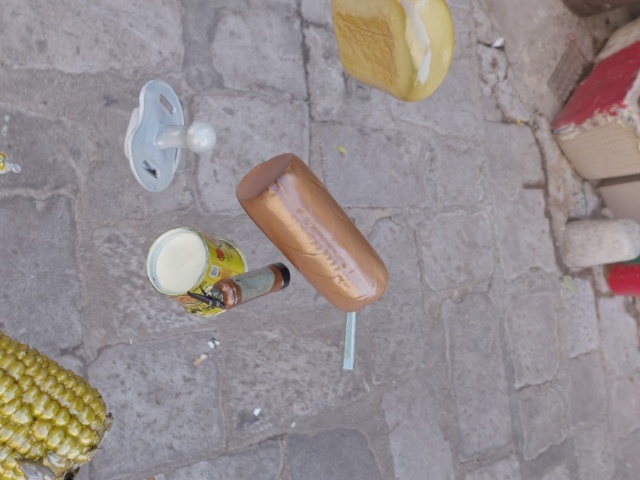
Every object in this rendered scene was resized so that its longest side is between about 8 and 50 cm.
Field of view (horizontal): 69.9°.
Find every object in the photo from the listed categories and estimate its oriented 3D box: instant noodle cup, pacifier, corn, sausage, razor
[{"bbox_3d":[-0.262,0.058,0.947,0.144,0.182,0.182,49,53,-68],"label":"instant noodle cup"},{"bbox_3d":[-0.368,-0.256,1.166,0.238,0.226,0.287,57,41,-65],"label":"pacifier"},{"bbox_3d":[-0.306,0.100,0.359,0.293,0.106,0.106,41,66,-17],"label":"corn"},{"bbox_3d":[0.001,0.001,0.741,0.304,0.121,0.121,49,63,-28],"label":"sausage"},{"bbox_3d":[0.086,0.200,1.216,0.056,0.111,0.278,8,75,14],"label":"razor"}]

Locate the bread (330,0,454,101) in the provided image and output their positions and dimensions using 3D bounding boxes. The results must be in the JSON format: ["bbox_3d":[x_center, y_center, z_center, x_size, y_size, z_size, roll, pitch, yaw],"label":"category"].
[{"bbox_3d":[0.092,-0.267,0.587,0.098,0.217,0.147,-26,131,-10],"label":"bread"}]

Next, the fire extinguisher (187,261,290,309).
[{"bbox_3d":[-0.122,0.073,0.719,0.177,0.062,0.050,-14,131,-53],"label":"fire extinguisher"}]

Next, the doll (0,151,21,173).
[{"bbox_3d":[-0.653,-0.161,0.823,0.227,0.057,0.114,6,75,-66],"label":"doll"}]

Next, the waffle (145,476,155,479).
[{"bbox_3d":[-0.358,0.639,0.851,0.213,0.091,0.308,-19,54,-28],"label":"waffle"}]
